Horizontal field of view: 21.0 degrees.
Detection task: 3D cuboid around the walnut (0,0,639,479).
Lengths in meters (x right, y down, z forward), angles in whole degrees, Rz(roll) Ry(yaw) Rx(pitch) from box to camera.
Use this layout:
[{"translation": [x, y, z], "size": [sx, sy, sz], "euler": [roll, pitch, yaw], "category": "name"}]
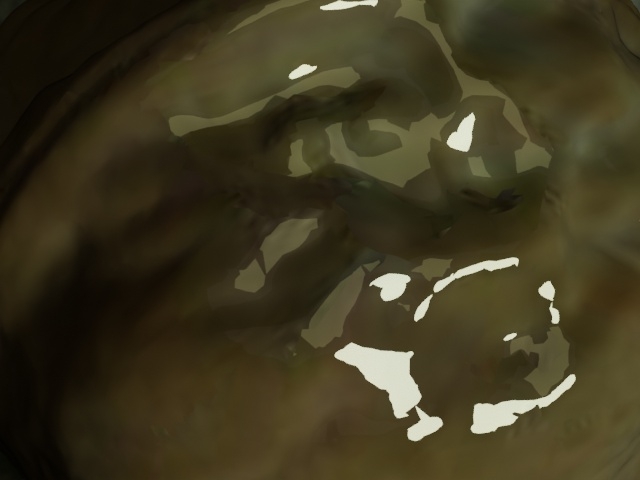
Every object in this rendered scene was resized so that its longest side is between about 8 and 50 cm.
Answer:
[{"translation": [0.001, 0.003, 0.580], "size": [0.273, 0.227, 0.273], "euler": [2, 74, -7], "category": "walnut"}]
